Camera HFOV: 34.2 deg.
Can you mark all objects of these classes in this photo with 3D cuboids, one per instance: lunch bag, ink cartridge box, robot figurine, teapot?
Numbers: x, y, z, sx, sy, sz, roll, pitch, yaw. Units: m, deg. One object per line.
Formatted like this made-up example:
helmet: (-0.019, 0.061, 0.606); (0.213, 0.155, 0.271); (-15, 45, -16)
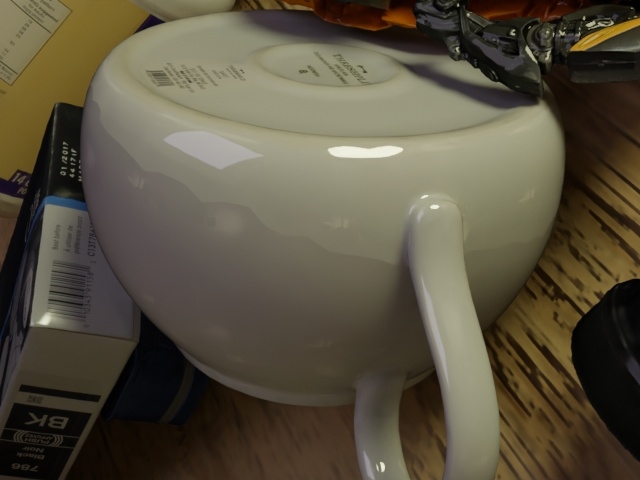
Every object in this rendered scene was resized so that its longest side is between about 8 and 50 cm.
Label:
lunch bag: (-0.115, 0.076, 0.708); (0.067, 0.065, 0.098); (-58, 35, 28)
ink cartridge box: (-0.189, 0.080, 0.691); (0.333, 0.065, 0.165); (122, 150, -45)
robot figurine: (0.086, -0.167, 0.531); (0.291, 0.085, 0.211); (18, 51, 31)
teapot: (0.000, 0.000, 0.530); (0.252, 0.256, 0.187); (14, 117, 20)

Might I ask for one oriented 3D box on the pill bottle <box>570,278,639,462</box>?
pill bottle: (0.192, -0.007, 0.352); (0.219, 0.122, 0.123); (-52, 36, 31)

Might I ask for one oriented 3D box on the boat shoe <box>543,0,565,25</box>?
boat shoe: (0.126, -0.163, 0.609); (0.049, 0.043, 0.137); (-50, 40, 10)

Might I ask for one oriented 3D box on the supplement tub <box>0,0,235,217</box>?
supplement tub: (-0.222, -0.208, 0.872); (0.331, 0.241, 0.241); (-44, 40, 20)
